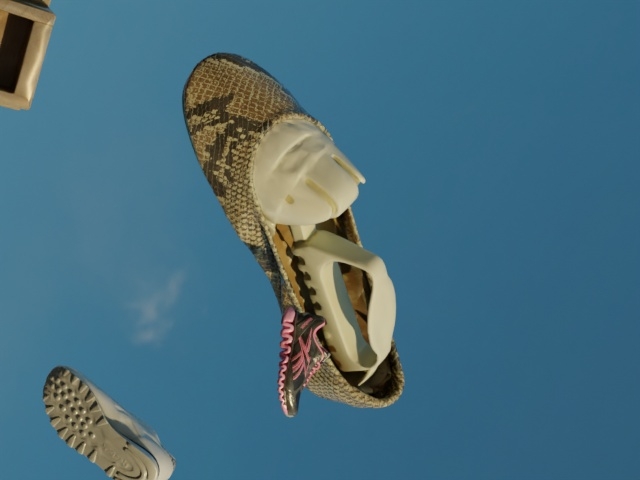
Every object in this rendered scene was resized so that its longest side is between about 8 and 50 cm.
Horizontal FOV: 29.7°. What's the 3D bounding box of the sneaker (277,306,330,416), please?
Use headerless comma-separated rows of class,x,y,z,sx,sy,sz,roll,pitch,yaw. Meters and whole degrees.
sneaker,-0.018,0.133,1.312,0.057,0.047,0.119,5,-95,-2

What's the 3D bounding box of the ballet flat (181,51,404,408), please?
ballet flat,0.000,0.000,1.414,0.164,0.483,0.182,-37,-149,-28

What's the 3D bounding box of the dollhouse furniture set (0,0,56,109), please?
dollhouse furniture set,-0.310,-0.270,0.695,0.174,0.355,0.303,-138,-117,-66

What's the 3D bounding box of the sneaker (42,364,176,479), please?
sneaker,-0.314,0.275,1.789,0.235,0.095,0.090,46,-69,9
